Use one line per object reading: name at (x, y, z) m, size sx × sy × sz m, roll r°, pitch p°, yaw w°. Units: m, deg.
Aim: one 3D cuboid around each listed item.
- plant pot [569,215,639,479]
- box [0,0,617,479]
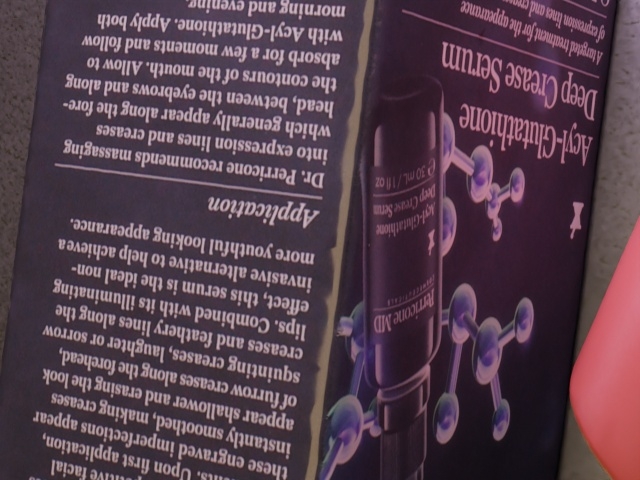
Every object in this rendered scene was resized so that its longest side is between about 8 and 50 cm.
plant pot at (0.267, 0.033, 0.847) m, size 0.275 × 0.275 × 0.243 m, roll 45°, pitch 119°, yaw 24°
box at (0.000, 0.000, 0.972) m, size 0.212 × 0.293 × 0.396 m, roll 8°, pitch 92°, yaw 31°
